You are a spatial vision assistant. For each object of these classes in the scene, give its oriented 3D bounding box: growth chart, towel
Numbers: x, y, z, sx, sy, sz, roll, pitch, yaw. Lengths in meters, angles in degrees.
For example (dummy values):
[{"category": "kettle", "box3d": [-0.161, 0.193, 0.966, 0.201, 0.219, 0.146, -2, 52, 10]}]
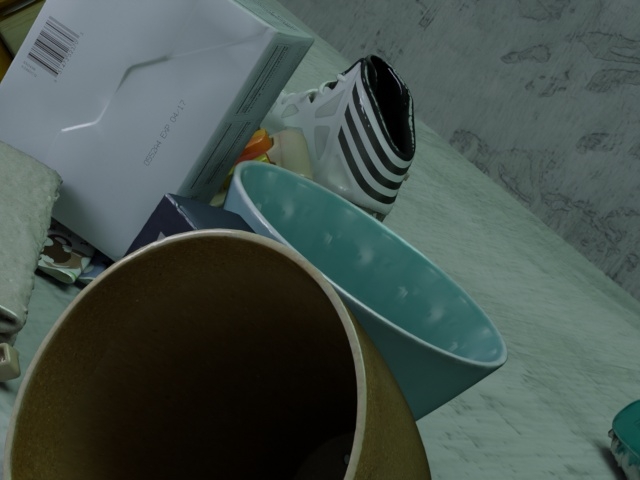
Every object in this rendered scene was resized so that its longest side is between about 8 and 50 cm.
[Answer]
[{"category": "growth chart", "box3d": [-0.266, -0.013, 1.082, 0.237, 0.021, 0.172, 28, 16, -22]}, {"category": "towel", "box3d": [-0.306, -0.025, 0.933, 0.187, 0.049, 0.282, 29, 22, -18]}]

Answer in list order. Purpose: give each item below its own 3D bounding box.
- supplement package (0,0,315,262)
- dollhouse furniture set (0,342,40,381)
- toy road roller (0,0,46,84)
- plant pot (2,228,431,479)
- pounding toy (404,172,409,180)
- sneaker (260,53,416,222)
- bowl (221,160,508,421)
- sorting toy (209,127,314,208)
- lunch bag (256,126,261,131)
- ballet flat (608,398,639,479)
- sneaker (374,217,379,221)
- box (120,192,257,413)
[{"category": "supplement package", "box3d": [-0.170, -0.141, 1.124, 0.204, 0.262, 0.145, 35, 14, 7]}, {"category": "dollhouse furniture set", "box3d": [-0.180, 0.131, 0.840, 0.081, 0.091, 0.114, 89, -14, -57]}, {"category": "toy road roller", "box3d": [-0.348, -0.289, 1.398, 0.329, 0.203, 0.240, 57, -15, 10]}, {"category": "plant pot", "box3d": [-0.026, 0.148, 0.755, 0.237, 0.237, 0.254, 46, 4, 36]}, {"category": "pounding toy", "box3d": [0.057, -0.161, 2.022, 0.270, 0.154, 0.154, 23, 14, -41]}, {"category": "sneaker", "box3d": [0.004, -0.186, 1.775, 0.169, 0.257, 0.447, 21, 20, -44]}, {"category": "bowl", "box3d": [0.005, 0.078, 1.119, 0.312, 0.163, 0.311, 34, 14, -9]}, {"category": "sorting toy", "box3d": [-0.115, -0.071, 1.311, 0.193, 0.208, 0.038, -100, 172, -70]}, {"category": "lunch bag", "box3d": [-0.216, -0.218, 1.578, 0.287, 0.169, 0.235, 32, 9, -46]}, {"category": "ballet flat", "box3d": [0.480, 0.328, 1.488, 0.147, 0.147, 0.409, 33, 14, -9]}, {"category": "sneaker", "box3d": [0.000, 0.000, 1.551, 0.232, 0.090, 0.115, 24, 22, -7]}, {"category": "box", "box3d": [-0.092, 0.076, 0.912, 0.093, 0.158, 0.156, 17, 24, -52]}]
